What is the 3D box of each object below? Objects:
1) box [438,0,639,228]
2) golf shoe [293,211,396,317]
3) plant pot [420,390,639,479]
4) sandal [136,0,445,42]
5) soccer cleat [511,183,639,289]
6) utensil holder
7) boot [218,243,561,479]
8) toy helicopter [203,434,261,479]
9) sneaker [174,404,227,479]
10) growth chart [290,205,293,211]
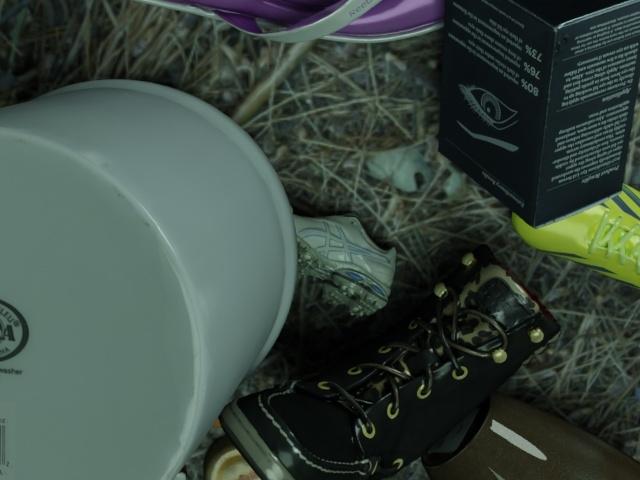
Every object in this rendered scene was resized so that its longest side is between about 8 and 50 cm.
[{"bbox_3d":[0.192,-0.142,1.152,0.108,0.153,0.207,-21,133,-24],"label":"box"},{"bbox_3d":[0.000,0.000,1.279,0.176,0.086,0.069,35,151,-21],"label":"golf shoe"},{"bbox_3d":[0.225,0.271,1.392,0.230,0.215,0.215,41,105,-13],"label":"plant pot"},{"bbox_3d":[-0.017,-0.241,1.120,0.416,0.102,0.169,-2,120,-11],"label":"sandal"},{"bbox_3d":[0.331,0.012,1.303,0.289,0.121,0.093,19,113,-18],"label":"soccer cleat"},{"bbox_3d":[-0.202,0.040,1.025,0.327,0.385,0.327,1,99,6],"label":"utensil holder"},{"bbox_3d":[0.079,0.129,1.234,0.284,0.138,0.377,-42,158,8],"label":"boot"},{"bbox_3d":[-0.167,0.359,1.421,0.235,0.140,0.355,27,99,-12],"label":"toy helicopter"},{"bbox_3d":[-0.213,0.248,1.343,0.290,0.106,0.123,-42,114,11],"label":"sneaker"},{"bbox_3d":[-0.158,-0.007,1.223,0.237,0.021,0.172,-39,87,9],"label":"growth chart"}]
